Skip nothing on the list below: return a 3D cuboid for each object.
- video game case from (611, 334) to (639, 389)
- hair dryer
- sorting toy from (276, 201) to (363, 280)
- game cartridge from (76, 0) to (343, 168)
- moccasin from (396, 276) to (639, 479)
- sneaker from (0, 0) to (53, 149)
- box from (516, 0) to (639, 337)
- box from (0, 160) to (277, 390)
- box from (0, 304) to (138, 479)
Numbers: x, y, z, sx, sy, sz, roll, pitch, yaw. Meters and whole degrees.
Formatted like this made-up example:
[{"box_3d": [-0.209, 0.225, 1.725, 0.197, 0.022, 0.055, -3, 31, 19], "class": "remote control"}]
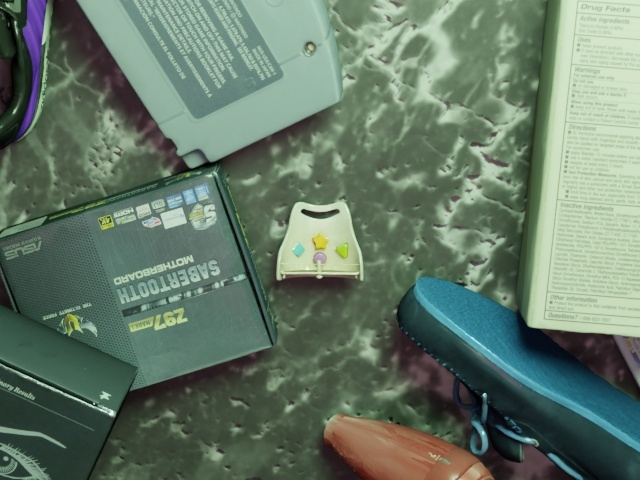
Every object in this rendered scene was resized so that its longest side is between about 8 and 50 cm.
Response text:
[{"box_3d": [0.410, 0.103, 1.402, 0.206, 0.026, 0.227, -28, 102, 6], "class": "video game case"}, {"box_3d": [0.108, 0.283, 1.384, 0.293, 0.080, 0.223, 51, 141, 7], "class": "hair dryer"}, {"box_3d": [0.000, 0.000, 1.373, 0.083, 0.045, 0.075, 1, 96, 0], "class": "sorting toy"}, {"box_3d": [-0.109, -0.223, 1.270, 0.196, 0.060, 0.294, -22, 116, 20], "class": "game cartridge"}, {"box_3d": [0.204, 0.171, 1.362, 0.342, 0.138, 0.117, 37, 115, -3], "class": "moccasin"}, {"box_3d": [-0.292, -0.219, 1.265, 0.102, 0.146, 0.293, 1, 104, 0], "class": "sneaker"}, {"box_3d": [0.268, -0.076, 1.297, 0.148, 0.121, 0.311, 6, 99, 1], "class": "box"}, {"box_3d": [-0.177, 0.046, 1.372, 0.232, 0.059, 0.183, -16, 105, 5], "class": "box"}, {"box_3d": [-0.284, 0.190, 1.329, 0.153, 0.108, 0.207, 26, 109, -4], "class": "box"}]
